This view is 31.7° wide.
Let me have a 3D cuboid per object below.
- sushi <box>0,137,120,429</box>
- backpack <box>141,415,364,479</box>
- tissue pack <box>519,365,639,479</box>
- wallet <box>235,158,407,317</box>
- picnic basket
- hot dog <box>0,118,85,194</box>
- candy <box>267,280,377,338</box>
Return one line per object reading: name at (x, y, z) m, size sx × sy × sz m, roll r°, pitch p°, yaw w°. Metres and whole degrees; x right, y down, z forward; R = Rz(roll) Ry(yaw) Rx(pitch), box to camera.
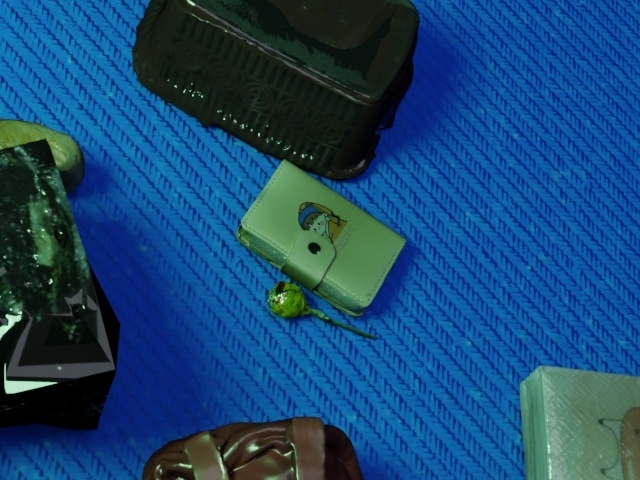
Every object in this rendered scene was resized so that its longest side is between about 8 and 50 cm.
sushi at (-0.295, 0.051, 0.938) m, size 0.212 × 0.215 × 0.227 m, roll -12°, pitch 72°, yaw -21°
backpack at (-0.050, 0.263, 0.965) m, size 0.229 × 0.139 × 0.229 m, roll 7°, pitch 64°, yaw -14°
tissue pack at (0.365, 0.228, 1.147) m, size 0.325 × 0.071 × 0.170 m, roll 8°, pitch 64°, yaw -14°
wallet at (0.000, 0.000, 1.150) m, size 0.155 × 0.039 × 0.110 m, roll 33°, pitch 57°, yaw -2°
picnic basket at (-0.038, -0.213, 1.180) m, size 0.297 × 0.129 × 0.222 m, roll 27°, pitch 64°, yaw -3°
hot dog at (-0.343, -0.065, 1.049) m, size 0.242 × 0.084 × 0.073 m, roll -12°, pitch 68°, yaw -21°
candy at (0.003, 0.076, 1.127) m, size 0.123 × 0.035 × 0.035 m, roll 26°, pitch 94°, yaw -15°
